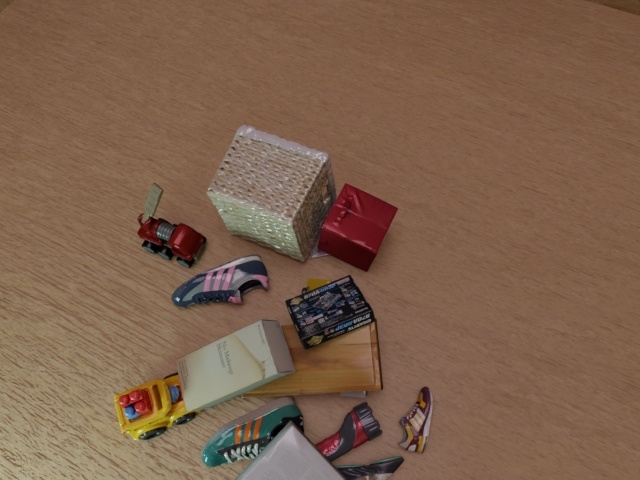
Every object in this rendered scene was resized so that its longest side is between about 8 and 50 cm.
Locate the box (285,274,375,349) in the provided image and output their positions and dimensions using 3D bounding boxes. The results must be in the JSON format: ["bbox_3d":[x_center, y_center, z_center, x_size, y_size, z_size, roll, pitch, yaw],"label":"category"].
[{"bbox_3d":[0.024,0.204,1.381,0.220,0.051,0.175,-21,36,-9],"label":"box"}]

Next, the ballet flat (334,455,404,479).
[{"bbox_3d":[0.137,0.650,1.317,0.203,0.074,0.074,-11,65,4],"label":"ballet flat"}]

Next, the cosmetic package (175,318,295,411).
[{"bbox_3d":[-0.246,0.356,1.354,0.309,0.113,0.160,-28,68,17],"label":"cosmetic package"}]

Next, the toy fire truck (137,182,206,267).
[{"bbox_3d":[-0.504,-0.049,1.572,0.217,0.246,0.159,21,68,12],"label":"toy fire truck"}]

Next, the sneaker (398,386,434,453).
[{"bbox_3d":[0.275,0.513,1.376,0.083,0.069,0.186,13,65,2],"label":"sneaker"}]

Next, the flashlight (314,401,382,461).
[{"bbox_3d":[0.022,0.572,1.343,0.304,0.103,0.103,-25,41,-8],"label":"flashlight"}]

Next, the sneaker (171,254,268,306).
[{"bbox_3d":[-0.321,0.160,1.541,0.319,0.112,0.131,-25,63,-8],"label":"sneaker"}]

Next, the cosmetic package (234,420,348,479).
[{"bbox_3d":[-0.045,0.711,1.221,0.284,0.097,0.377,-44,85,-13],"label":"cosmetic package"}]

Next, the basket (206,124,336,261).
[{"bbox_3d":[-0.151,-0.145,1.557,0.331,0.328,0.266,22,69,15],"label":"basket"}]

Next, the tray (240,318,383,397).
[{"bbox_3d":[-0.032,0.347,1.402,0.410,0.076,0.203,-7,75,12],"label":"tray"}]

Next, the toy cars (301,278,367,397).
[{"bbox_3d":[0.052,0.299,1.479,0.176,0.087,0.394,-37,72,2],"label":"toy cars"}]

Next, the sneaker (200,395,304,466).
[{"bbox_3d":[-0.187,0.561,1.332,0.302,0.108,0.121,-27,42,-12],"label":"sneaker"}]

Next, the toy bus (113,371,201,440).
[{"bbox_3d":[-0.472,0.458,1.353,0.220,0.211,0.149,-21,64,-9],"label":"toy bus"}]

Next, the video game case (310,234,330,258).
[{"bbox_3d":[0.000,0.000,1.660,0.087,0.011,0.122,-10,65,-3],"label":"video game case"}]

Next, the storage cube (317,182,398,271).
[{"bbox_3d":[0.118,-0.039,1.563,0.193,0.215,0.184,26,68,4],"label":"storage cube"}]
